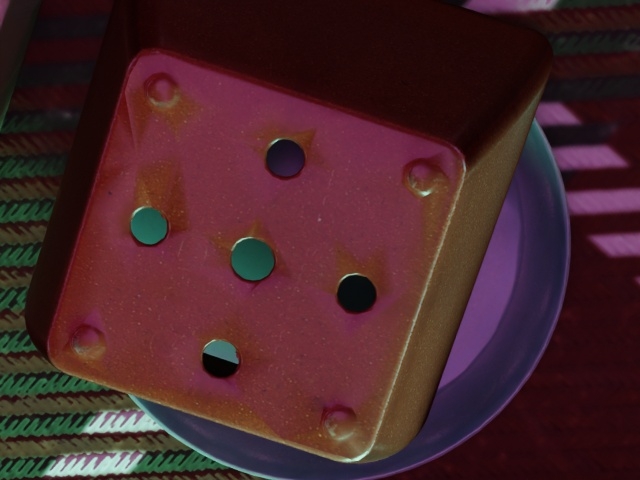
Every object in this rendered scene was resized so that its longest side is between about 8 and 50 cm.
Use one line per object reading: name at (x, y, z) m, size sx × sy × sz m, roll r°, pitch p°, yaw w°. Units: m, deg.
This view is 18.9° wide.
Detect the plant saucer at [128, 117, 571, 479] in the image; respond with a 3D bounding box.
plant saucer at (0.000, 0.000, 1.234) m, size 0.317 × 0.044 × 0.318 m, roll 1°, pitch 103°, yaw 4°

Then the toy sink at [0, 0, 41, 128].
toy sink at (-0.285, -0.066, 1.191) m, size 0.152 × 0.131 × 0.234 m, roll 18°, pitch 98°, yaw -1°

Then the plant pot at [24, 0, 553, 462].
plant pot at (-0.027, -0.015, 1.091) m, size 0.267 × 0.236 × 0.267 m, roll 18°, pitch 104°, yaw -1°
